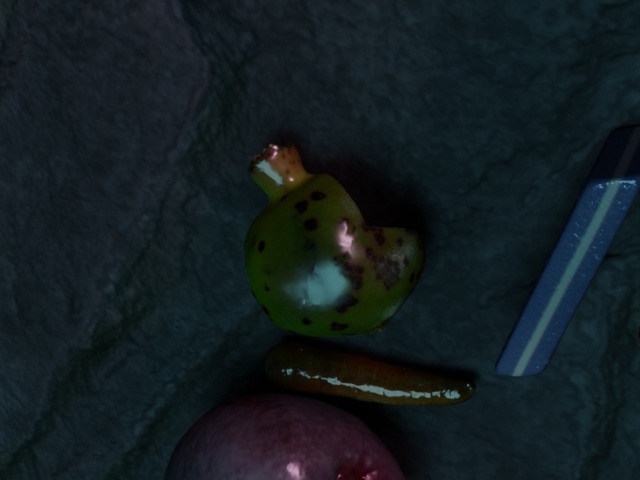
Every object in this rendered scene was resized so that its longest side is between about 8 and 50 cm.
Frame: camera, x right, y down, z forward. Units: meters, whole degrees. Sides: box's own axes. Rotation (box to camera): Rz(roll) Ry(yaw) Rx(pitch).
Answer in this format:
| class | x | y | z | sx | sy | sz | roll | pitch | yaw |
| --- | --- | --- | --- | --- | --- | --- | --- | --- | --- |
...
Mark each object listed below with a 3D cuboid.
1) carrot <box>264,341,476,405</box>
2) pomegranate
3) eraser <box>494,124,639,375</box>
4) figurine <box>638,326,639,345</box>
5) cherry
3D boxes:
| class | x | y | z | sx | sy | sz | roll | pitch | yaw |
| --- | --- | --- | --- | --- | --- | --- | --- | --- | --- |
| carrot | 0.042 | 0.122 | 1.206 | 0.191 | 0.047 | 0.047 | 9 | 128 | 17 |
| pomegranate | -0.006 | 0.011 | 1.094 | 0.169 | 0.122 | 0.143 | 42 | 160 | -12 |
| eraser | 0.190 | 0.011 | 1.030 | 0.036 | 0.082 | 0.225 | 25 | 131 | 8 |
| figurine | 0.282 | 0.049 | 1.000 | 0.234 | 0.127 | 0.185 | 41 | 137 | -23 |
| cherry | -0.029 | 0.230 | 1.225 | 0.213 | 0.184 | 0.266 | 41 | 161 | -31 |
